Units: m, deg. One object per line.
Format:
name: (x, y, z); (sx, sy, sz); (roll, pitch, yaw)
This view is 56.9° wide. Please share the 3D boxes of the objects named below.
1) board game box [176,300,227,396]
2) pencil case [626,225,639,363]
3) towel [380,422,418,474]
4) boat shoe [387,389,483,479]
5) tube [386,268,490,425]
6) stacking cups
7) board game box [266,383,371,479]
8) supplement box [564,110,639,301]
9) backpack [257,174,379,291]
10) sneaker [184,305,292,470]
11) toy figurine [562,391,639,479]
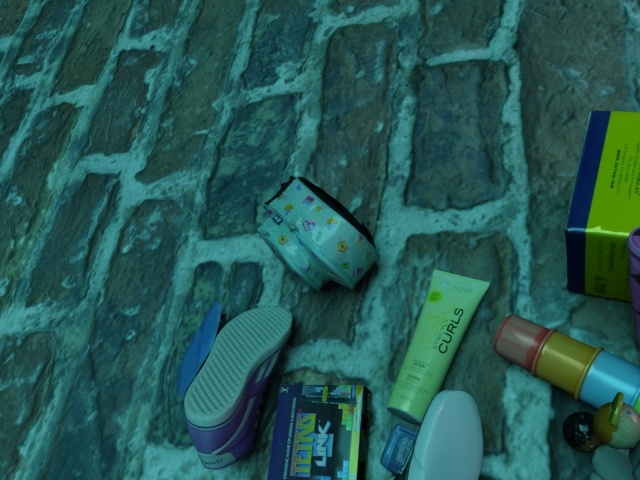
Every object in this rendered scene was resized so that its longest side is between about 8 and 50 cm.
board game box: (-0.194, 0.189, 1.003); (0.169, 0.033, 0.133); (-58, 21, 19)
pencil case: (0.401, 0.072, 0.660); (0.098, 0.209, 0.095); (-26, 31, -5)
towel: (0.145, 0.309, 0.821); (0.119, 0.029, 0.067); (18, 71, 31)
boat shoe: (0.125, 0.336, 0.751); (0.102, 0.108, 0.302); (-1, 76, 55)
tube: (0.170, 0.153, 0.886); (0.070, 0.062, 0.240); (32, 68, -7)
stacking cups: (0.380, 0.190, 0.762); (0.316, 0.096, 0.096); (25, 74, 38)
board game box: (-0.001, 0.303, 0.877); (0.140, 0.048, 0.171); (-5, 60, 20)
supplement box: (0.516, -0.024, 0.749); (0.356, 0.194, 0.195); (10, 66, 28)
backpack: (0.000, 0.000, 0.979); (0.188, 0.166, 0.144); (32, 79, 37)
sneaker: (-0.124, 0.232, 0.942); (0.102, 0.161, 0.282); (9, 33, 21)
toy figurine: (0.301, 0.284, 0.653); (0.148, 0.213, 0.210); (38, 82, 21)
